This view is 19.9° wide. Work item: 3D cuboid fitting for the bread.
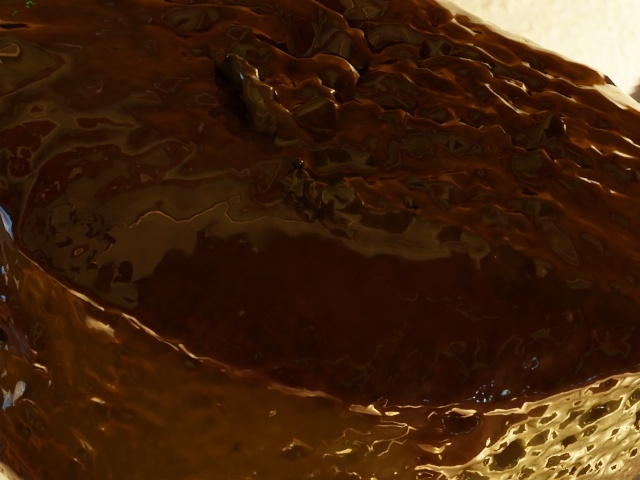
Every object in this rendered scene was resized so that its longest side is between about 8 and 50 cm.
[{"bbox_3d":[0.000,0.000,0.569,0.268,0.146,0.268,16,-152,-9],"label":"bread"}]
